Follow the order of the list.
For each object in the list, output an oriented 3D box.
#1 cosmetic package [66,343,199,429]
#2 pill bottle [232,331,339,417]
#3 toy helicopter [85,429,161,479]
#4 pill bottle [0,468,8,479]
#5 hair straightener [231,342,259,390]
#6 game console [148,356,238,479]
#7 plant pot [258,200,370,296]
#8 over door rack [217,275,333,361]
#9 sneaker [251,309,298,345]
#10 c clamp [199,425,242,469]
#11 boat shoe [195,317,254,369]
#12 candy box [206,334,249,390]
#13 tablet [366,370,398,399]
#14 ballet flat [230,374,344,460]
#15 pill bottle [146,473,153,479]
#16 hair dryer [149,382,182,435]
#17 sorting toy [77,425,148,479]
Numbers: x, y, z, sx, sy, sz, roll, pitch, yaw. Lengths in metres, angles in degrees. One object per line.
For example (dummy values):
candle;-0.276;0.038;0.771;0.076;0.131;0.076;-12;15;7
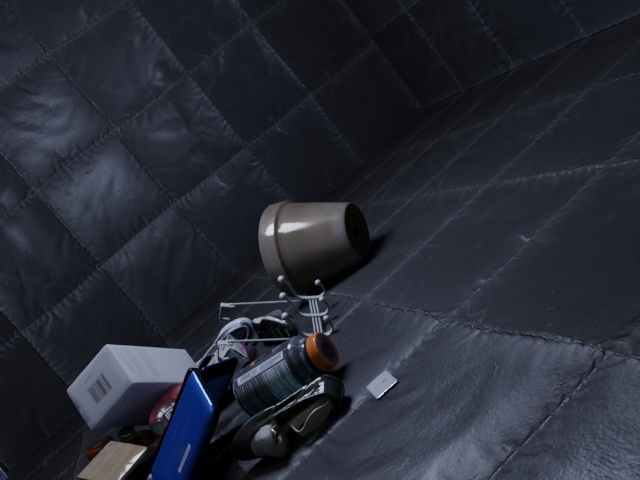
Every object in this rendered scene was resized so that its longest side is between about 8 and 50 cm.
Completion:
cosmetic package;-0.521;0.428;2.049;0.197;0.155;0.365;-48;-24;8
pill bottle;-0.076;0.306;1.628;0.245;0.130;0.130;-34;12;23
toy helicopter;-0.464;0.570;1.966;0.354;0.140;0.235;-20;11;32
pill bottle;-0.835;0.589;1.605;0.208;0.119;0.119;-45;12;-32
hair straightener;-0.221;0.370;2.079;0.089;0.047;0.230;-36;11;17
game console;-0.267;0.448;1.632;0.250;0.173;0.293;42;114;52
plant pot;0.000;0.000;2.298;0.280;0.323;0.323;-16;20;25
over door rack;-0.137;0.202;1.946;0.324;0.108;0.239;-13;24;0
sneaker;-0.125;0.252;2.123;0.108;0.100;0.271;-33;9;-20
c clamp;-0.228;0.490;1.669;0.160;0.022;0.137;-43;10;-13
boat shoe;-0.322;0.374;2.253;0.301;0.108;0.102;-43;11;-9
candy box;-0.300;0.399;2.019;0.233;0.071;0.159;-55;11;1
tablet;0.121;0.284;1.386;0.054;0.006;0.083;-40;11;-6
ballet flat;-0.070;0.376;1.435;0.280;0.095;0.096;-38;23;5
pill bottle;-0.386;0.588;1.678;0.067;0.067;0.120;-37;11;10
hair dryer;-0.357;0.440;1.881;0.223;0.080;0.293;-36;15;-23
sorting toy;-0.529;0.588;1.790;0.132;0.046;0.274;-1;27;28
